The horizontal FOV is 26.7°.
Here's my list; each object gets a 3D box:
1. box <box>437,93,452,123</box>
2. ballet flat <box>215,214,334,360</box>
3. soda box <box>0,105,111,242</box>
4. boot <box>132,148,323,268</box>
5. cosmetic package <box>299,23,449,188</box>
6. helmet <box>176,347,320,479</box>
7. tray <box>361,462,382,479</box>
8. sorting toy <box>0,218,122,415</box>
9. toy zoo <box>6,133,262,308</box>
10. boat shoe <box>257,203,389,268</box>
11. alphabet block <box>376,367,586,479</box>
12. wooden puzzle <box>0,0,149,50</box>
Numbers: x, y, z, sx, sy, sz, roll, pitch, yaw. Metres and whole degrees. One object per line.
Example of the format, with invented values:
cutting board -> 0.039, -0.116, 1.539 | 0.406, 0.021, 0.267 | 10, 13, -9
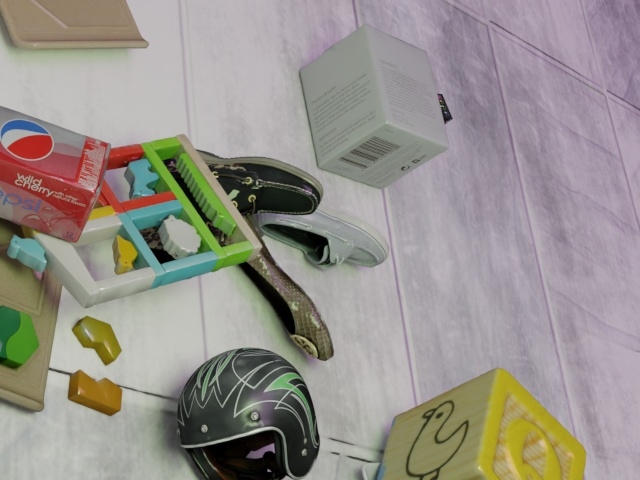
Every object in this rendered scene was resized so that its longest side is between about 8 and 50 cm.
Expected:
box -> 0.170, -0.213, 2.274 | 0.083, 0.062, 0.052 | -3, 66, -51
ballet flat -> -0.068, 0.062, 1.801 | 0.058, 0.084, 0.250 | -35, 92, -26
soda box -> -0.369, -0.092, 1.464 | 0.263, 0.092, 0.083 | 19, 44, -14
boot -> -0.125, -0.024, 1.714 | 0.236, 0.085, 0.179 | 11, 51, 2
cosmetic package -> 0.082, -0.205, 2.091 | 0.151, 0.151, 0.184 | 16, 55, -43
helmet -> -0.088, 0.206, 1.592 | 0.161, 0.169, 0.169 | 60, 33, -26
tray -> 0.155, 0.377, 1.864 | 0.270, 0.030, 0.145 | 9, 59, -46
sorting toy -> -0.338, 0.072, 1.494 | 0.307, 0.041, 0.229 | 28, 46, -35
toy zoo -> -0.233, -0.025, 1.575 | 0.293, 0.030, 0.192 | -15, 60, -40
boat shoe -> 0.000, -0.001, 1.923 | 0.227, 0.079, 0.081 | 27, 55, -29
alphabet block -> 0.209, 0.319, 1.776 | 0.193, 0.197, 0.192 | 43, 38, -20
wooden puzzle -> -0.356, -0.344, 1.777 | 0.221, 0.044, 0.239 | -11, 69, -52
